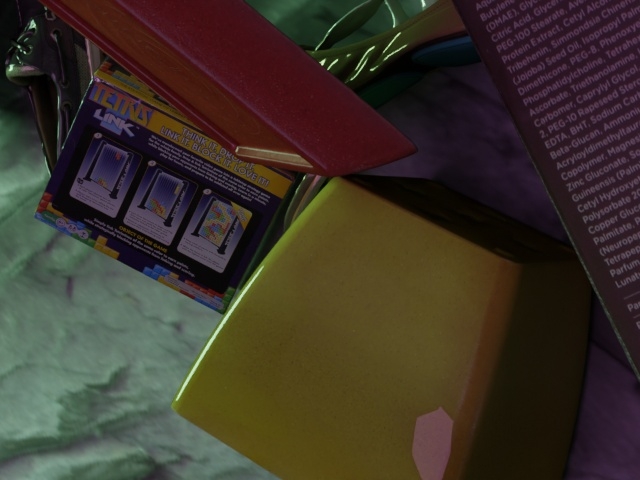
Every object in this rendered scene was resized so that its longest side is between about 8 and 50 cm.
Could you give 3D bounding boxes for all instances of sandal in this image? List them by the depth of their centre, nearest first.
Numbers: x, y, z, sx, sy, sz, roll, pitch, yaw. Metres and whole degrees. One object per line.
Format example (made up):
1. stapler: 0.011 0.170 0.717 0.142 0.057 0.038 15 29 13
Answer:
1. sandal: 0.000 0.000 1.130 0.049 0.072 0.180 25 118 11

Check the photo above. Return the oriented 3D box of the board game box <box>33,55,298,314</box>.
1. board game box: -0.117 -0.042 1.171 0.170 0.048 0.141 28 119 -3

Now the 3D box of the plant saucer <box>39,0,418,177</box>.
1. plant saucer: -0.087 -0.124 0.985 0.258 0.259 0.048 38 84 -18

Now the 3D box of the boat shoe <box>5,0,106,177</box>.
1. boat shoe: -0.218 -0.144 1.231 0.080 0.073 0.224 -13 96 60

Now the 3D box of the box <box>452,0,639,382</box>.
1. box: 0.216 -0.081 0.877 0.143 0.191 0.381 -30 85 37

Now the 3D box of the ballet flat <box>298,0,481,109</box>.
1. ballet flat: 0.064 -0.143 1.040 0.232 0.080 0.073 -20 79 37

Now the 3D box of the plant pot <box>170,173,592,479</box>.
1. plant pot: 0.065 0.067 1.023 0.212 0.212 0.187 28 105 27
